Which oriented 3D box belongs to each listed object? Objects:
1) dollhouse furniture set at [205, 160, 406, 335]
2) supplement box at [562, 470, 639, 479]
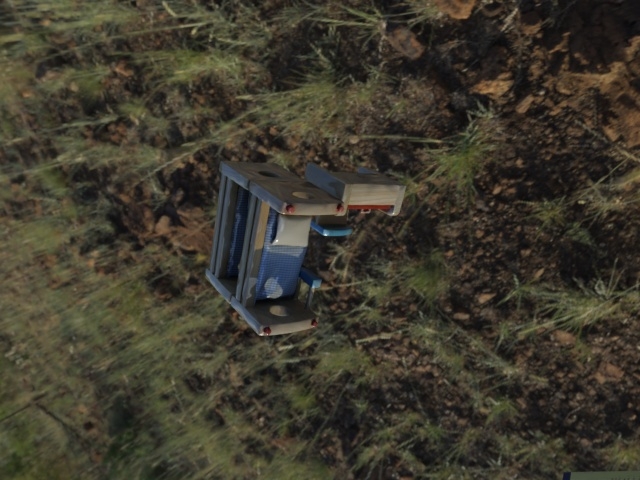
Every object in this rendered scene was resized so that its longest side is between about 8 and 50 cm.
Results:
[{"bbox_3d":[0.000,0.000,0.568,0.129,0.184,0.129,36,121,48],"label":"dollhouse furniture set"},{"bbox_3d":[0.272,0.264,0.514,0.083,0.083,0.056,-19,104,35],"label":"supplement box"}]
